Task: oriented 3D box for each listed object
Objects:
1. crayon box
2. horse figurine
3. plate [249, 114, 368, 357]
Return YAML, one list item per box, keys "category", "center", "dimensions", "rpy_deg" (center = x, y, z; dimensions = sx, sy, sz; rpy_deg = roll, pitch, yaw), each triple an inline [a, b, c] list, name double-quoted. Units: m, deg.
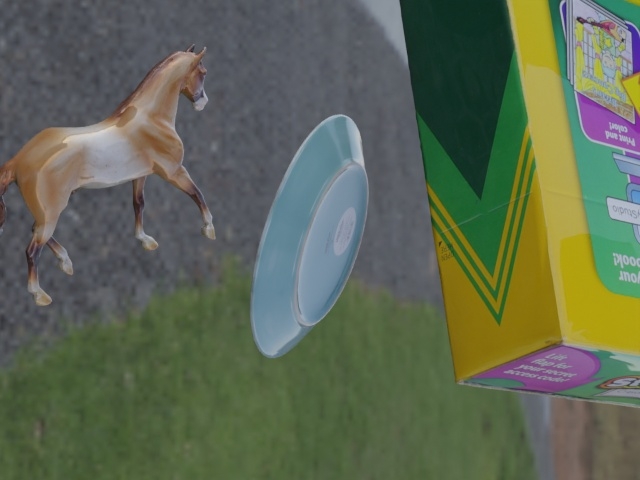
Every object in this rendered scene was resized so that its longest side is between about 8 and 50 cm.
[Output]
- category: "crayon box"
  center: [0.228, -0.042, 1.104]
  dimensions: [0.363, 0.106, 0.313]
  rpy_deg: [11, 65, -41]
- category: "horse figurine"
  center: [-0.197, -0.051, 1.344]
  dimensions: [0.066, 0.263, 0.174]
  rpy_deg: [36, -40, 51]
- category: "plate"
  center: [0.000, 0.000, 1.136]
  dimensions: [0.188, 0.024, 0.188]
  rpy_deg: [17, 90, -71]
